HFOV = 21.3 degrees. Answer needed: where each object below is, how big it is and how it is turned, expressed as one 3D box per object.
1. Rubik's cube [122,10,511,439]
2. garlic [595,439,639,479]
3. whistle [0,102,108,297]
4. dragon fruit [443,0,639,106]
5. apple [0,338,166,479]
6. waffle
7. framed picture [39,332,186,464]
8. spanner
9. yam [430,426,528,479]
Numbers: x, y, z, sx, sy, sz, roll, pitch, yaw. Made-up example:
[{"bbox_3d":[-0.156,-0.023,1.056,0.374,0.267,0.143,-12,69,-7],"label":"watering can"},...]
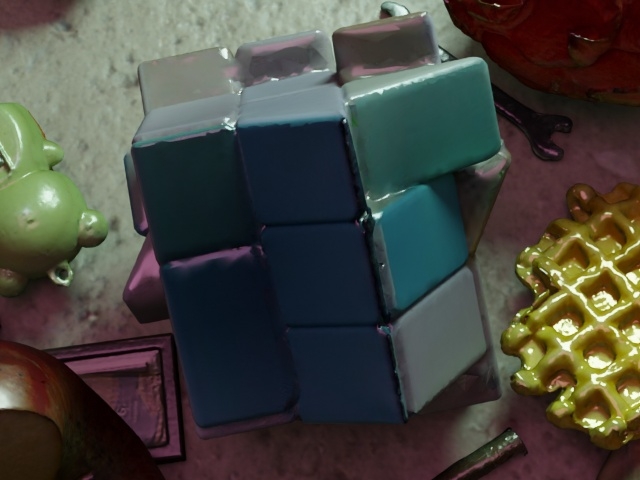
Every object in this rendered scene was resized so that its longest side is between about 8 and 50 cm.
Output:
[{"bbox_3d":[0.000,0.000,1.543,0.358,0.368,0.387,-10,104,2],"label":"Rubik's cube"},{"bbox_3d":[0.291,0.258,1.566,0.101,0.087,0.195,18,75,26],"label":"garlic"},{"bbox_3d":[-0.323,-0.070,1.720,0.131,0.106,0.288,-32,73,-4],"label":"whistle"},{"bbox_3d":[0.269,-0.268,1.649,0.343,0.277,0.277,27,72,-26],"label":"dragon fruit"},{"bbox_3d":[-0.321,0.262,1.495,0.329,0.295,0.365,41,100,-9],"label":"apple"},{"bbox_3d":[0.328,0.068,1.609,0.307,0.060,0.311,16,60,16],"label":"waffle"},{"bbox_3d":[-0.221,0.164,1.675,0.169,0.023,0.127,-8,71,2],"label":"framed picture"},{"bbox_3d":[0.154,-0.165,1.758,0.254,0.015,0.054,37,76,15],"label":"spanner"},{"bbox_3d":[0.136,0.225,1.620,0.129,0.027,0.033,-33,70,-6],"label":"yam"}]
